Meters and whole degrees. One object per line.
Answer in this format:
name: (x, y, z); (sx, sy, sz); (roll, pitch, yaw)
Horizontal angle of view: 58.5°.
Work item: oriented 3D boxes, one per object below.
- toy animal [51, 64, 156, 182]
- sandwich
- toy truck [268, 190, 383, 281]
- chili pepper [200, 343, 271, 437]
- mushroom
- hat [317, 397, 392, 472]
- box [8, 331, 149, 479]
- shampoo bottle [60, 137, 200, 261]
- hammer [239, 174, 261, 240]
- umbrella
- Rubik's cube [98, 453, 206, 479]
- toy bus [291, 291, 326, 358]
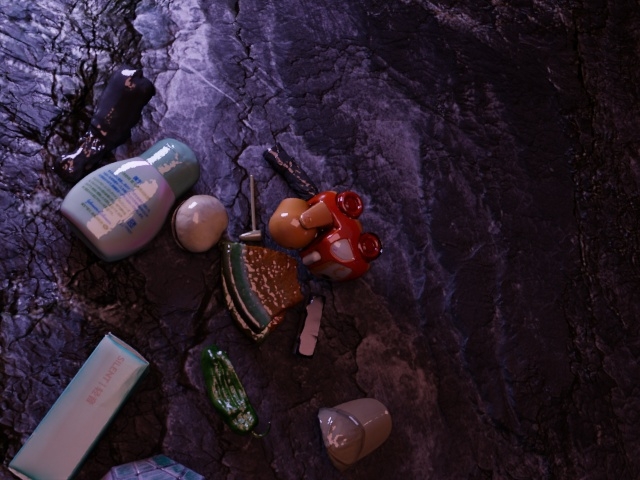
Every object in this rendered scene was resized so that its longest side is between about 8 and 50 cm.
toy animal: (-0.539, -0.285, 1.452); (0.106, 0.168, 0.343); (32, 81, -7)
sandwich: (-0.154, 0.119, 1.466); (0.212, 0.109, 0.292); (2, 72, -16)
toy truck: (0.000, 0.000, 1.476); (0.239, 0.189, 0.265); (-25, 88, -36)
chili pepper: (-0.218, 0.371, 1.387); (0.100, 0.074, 0.257); (-25, 81, -22)
mushroom: (-0.310, -0.043, 1.466); (0.154, 0.122, 0.154); (-9, 101, -50)
hat: (0.095, 0.474, 1.428); (0.173, 0.144, 0.166); (-24, 83, 1)
box: (-0.501, 0.370, 1.232); (0.118, 0.205, 0.311); (34, 67, -6)
shampoo bottle: (-0.453, -0.119, 1.429); (0.222, 0.151, 0.349); (43, 67, 5)
hammer: (-0.196, -0.091, 1.570); (0.060, 0.028, 0.195); (-1, 70, -10)
umbrella: (-0.067, -0.174, 1.614); (0.066, 0.059, 0.236); (-40, 90, -2)
Rubik's cube: (-0.357, 0.607, 1.168); (0.264, 0.319, 0.319); (-13, 76, 7)
toy bus: (-0.030, 0.223, 1.491); (0.057, 0.072, 0.172); (19, 67, -12)
